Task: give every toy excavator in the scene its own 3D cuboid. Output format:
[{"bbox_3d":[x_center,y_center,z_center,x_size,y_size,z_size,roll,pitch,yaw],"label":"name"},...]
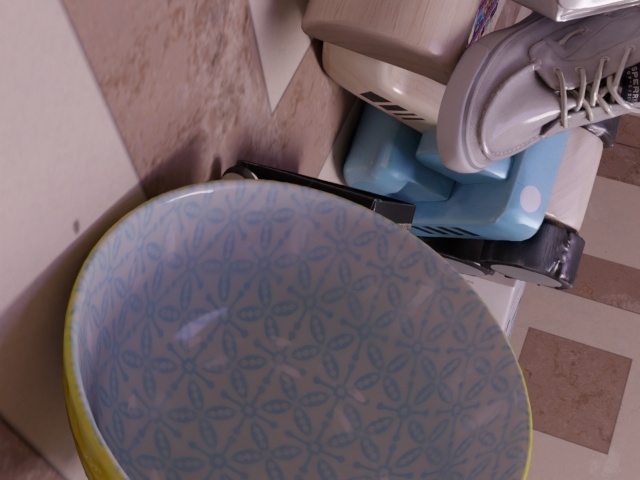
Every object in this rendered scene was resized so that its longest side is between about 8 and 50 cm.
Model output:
[{"bbox_3d":[0.116,-0.120,0.934,0.433,0.445,0.223,4,-106,64],"label":"toy excavator"}]

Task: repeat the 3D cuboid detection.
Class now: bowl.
[{"bbox_3d":[-0.030,0.114,0.587,0.289,0.289,0.156,-55,174,-48],"label":"bowl"}]

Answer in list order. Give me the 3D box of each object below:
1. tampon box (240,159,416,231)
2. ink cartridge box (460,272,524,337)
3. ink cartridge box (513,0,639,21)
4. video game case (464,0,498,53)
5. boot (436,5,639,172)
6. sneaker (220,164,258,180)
[{"bbox_3d":[0.000,0.000,0.788,0.161,0.120,0.102,0,106,-73],"label":"tampon box"},{"bbox_3d":[0.203,0.117,1.455,0.198,0.197,0.270,-47,150,-56],"label":"ink cartridge box"},{"bbox_3d":[0.182,-0.319,0.767,0.278,0.117,0.202,-121,-160,-60],"label":"ink cartridge box"},{"bbox_3d":[0.217,-0.366,1.292,0.210,0.041,0.232,90,23,-45],"label":"video game case"},{"bbox_3d":[0.201,-0.129,0.723,0.258,0.123,0.095,-44,132,-37],"label":"boot"},{"bbox_3d":[-0.071,-0.003,0.694,0.043,0.040,0.109,-24,129,-67],"label":"sneaker"}]
